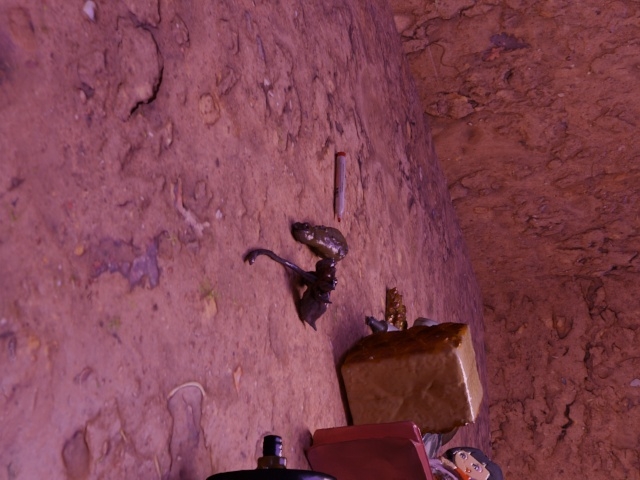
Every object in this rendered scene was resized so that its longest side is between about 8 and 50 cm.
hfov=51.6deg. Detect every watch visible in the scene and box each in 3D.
[{"bbox_3d":[0.281,0.597,1.474,0.244,0.196,0.231,-38,143,-40],"label":"watch"}]

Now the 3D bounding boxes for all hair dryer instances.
[{"bbox_3d":[0.228,0.266,1.843,0.357,0.108,0.173,36,69,-46],"label":"hair dryer"}]

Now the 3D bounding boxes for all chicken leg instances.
[{"bbox_3d":[0.003,0.000,1.429,0.198,0.069,0.084,25,55,-58],"label":"chicken leg"}]

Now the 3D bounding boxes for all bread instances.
[{"bbox_3d":[0.219,0.319,1.540,0.279,0.279,0.207,-11,90,-70],"label":"bread"}]

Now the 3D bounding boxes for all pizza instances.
[{"bbox_3d":[0.230,0.231,1.962,0.134,0.046,0.174,-48,125,-66],"label":"pizza"}]

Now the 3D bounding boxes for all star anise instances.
[{"bbox_3d":[-0.066,0.076,1.270,0.228,0.218,0.148,23,86,-20],"label":"star anise"}]

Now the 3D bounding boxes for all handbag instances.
[{"bbox_3d":[0.093,0.420,1.238,0.059,0.213,0.157,-61,137,-61],"label":"handbag"}]

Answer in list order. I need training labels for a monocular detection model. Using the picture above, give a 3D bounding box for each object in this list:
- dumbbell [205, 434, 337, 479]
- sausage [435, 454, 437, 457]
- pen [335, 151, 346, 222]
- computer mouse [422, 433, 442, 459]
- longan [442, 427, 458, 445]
[{"bbox_3d":[-0.066,0.445,0.836,0.185,0.185,0.388,47,36,-56],"label":"dumbbell"},{"bbox_3d":[0.349,0.626,2.111,0.030,0.035,0.147,111,-30,-83],"label":"sausage"},{"bbox_3d":[0.050,-0.137,1.686,0.026,0.026,0.218,53,33,-51],"label":"pen"},{"bbox_3d":[0.180,0.541,1.574,0.389,0.115,0.199,-36,131,-47],"label":"computer mouse"},{"bbox_3d":[0.294,0.467,1.809,0.212,0.198,0.198,-38,120,-35],"label":"longan"}]
